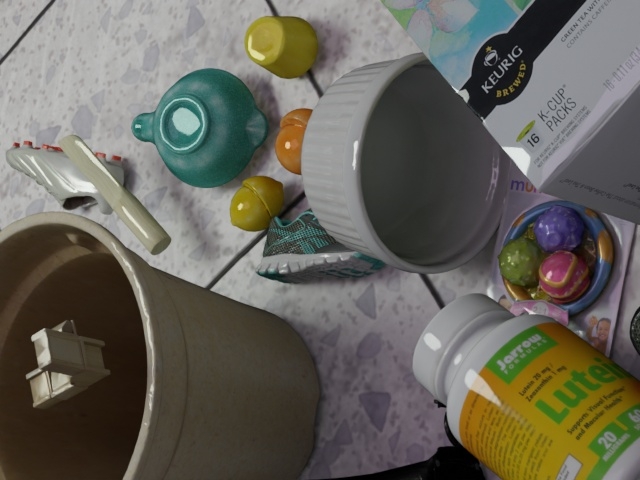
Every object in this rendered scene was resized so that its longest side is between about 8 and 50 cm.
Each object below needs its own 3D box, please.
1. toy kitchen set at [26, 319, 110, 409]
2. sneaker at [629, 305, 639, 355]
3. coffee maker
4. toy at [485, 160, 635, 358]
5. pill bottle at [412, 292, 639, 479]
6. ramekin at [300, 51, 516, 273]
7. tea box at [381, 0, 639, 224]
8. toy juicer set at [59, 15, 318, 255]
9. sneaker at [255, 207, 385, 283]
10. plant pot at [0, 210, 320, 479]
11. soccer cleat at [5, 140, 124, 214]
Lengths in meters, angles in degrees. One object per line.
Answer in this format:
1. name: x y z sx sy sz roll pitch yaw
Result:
1. toy kitchen set: -0.246 0.099 1.346 0.083 0.075 0.068 -29 62 27
2. sneaker: 0.287 0.104 1.118 0.227 0.130 0.087 47 124 47
3. coffee maker: 0.065 0.257 1.447 0.178 0.120 0.171 -15 48 36
4. toy: 0.207 0.035 1.394 0.136 0.056 0.237 9 89 33
5. pill bottle: 0.194 0.147 1.277 0.245 0.136 0.136 38 105 39
6. ramekin: 0.077 -0.075 1.440 0.109 0.207 0.207 9 87 51
7. tea box: 0.242 -0.191 1.237 0.220 0.329 0.323 -51 54 21
8. toy juicer set: -0.118 -0.092 1.685 0.329 0.089 0.209 -28 77 23
9. sneaker: 0.000 0.000 1.577 0.166 0.065 0.076 -5 74 38
10. plant pot: -0.174 0.161 1.526 0.333 0.305 0.334 -10 74 39
11. soccer cleat: -0.320 -0.077 1.858 0.196 0.068 0.076 10 91 38
